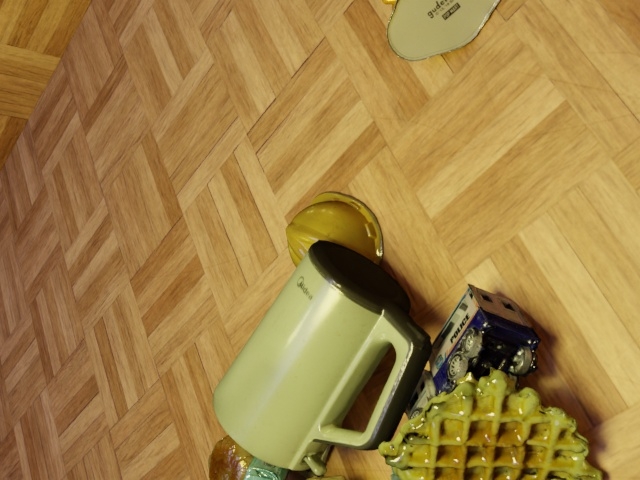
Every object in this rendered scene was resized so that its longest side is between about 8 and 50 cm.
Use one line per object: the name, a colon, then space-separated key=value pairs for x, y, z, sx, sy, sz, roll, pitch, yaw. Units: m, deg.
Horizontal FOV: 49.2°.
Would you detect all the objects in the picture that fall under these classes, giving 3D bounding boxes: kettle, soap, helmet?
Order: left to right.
soap: x=-0.106 y=0.480 z=1.446 sx=0.077 sy=0.293 sz=0.156 roll=22 pitch=107 yaw=5
helmet: x=0.000 y=0.000 z=1.472 sx=0.257 sy=0.140 sz=0.205 roll=39 pitch=113 yaw=37
kettle: x=0.013 y=0.239 z=1.300 sx=0.377 sy=0.250 sz=0.361 roll=-59 pitch=43 yaw=17

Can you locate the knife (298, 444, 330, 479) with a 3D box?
knife: x=0.010 y=0.393 z=1.488 sx=0.073 sy=0.040 sz=0.266 roll=27 pitch=105 yaw=40

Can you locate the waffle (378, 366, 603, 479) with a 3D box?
waffle: x=0.266 y=0.349 z=1.117 sx=0.317 sy=0.297 sz=0.073 roll=-43 pitch=13 yaw=24

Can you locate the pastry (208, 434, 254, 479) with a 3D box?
pastry: x=-0.206 y=0.538 z=1.663 sx=0.153 sy=0.081 sz=0.153 roll=-10 pitch=76 yaw=48

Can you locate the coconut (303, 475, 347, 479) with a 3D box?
coconut: x=0.014 y=0.586 z=1.338 sx=0.259 sy=0.259 sz=0.259 roll=-5 pitch=82 yaw=45

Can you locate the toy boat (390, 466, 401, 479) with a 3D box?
toy boat: x=0.175 y=0.469 z=1.301 sx=0.069 sy=0.058 sz=0.173 roll=-33 pitch=64 yaw=38

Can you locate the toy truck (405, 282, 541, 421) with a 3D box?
toy truck: x=0.244 y=0.224 z=1.197 sx=0.268 sy=0.124 sz=0.155 roll=-62 pitch=16 yaw=23

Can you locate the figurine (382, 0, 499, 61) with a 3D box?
figurine: x=0.228 y=-0.459 z=1.326 sx=0.250 sy=0.166 sz=0.141 roll=-29 pitch=26 yaw=14
